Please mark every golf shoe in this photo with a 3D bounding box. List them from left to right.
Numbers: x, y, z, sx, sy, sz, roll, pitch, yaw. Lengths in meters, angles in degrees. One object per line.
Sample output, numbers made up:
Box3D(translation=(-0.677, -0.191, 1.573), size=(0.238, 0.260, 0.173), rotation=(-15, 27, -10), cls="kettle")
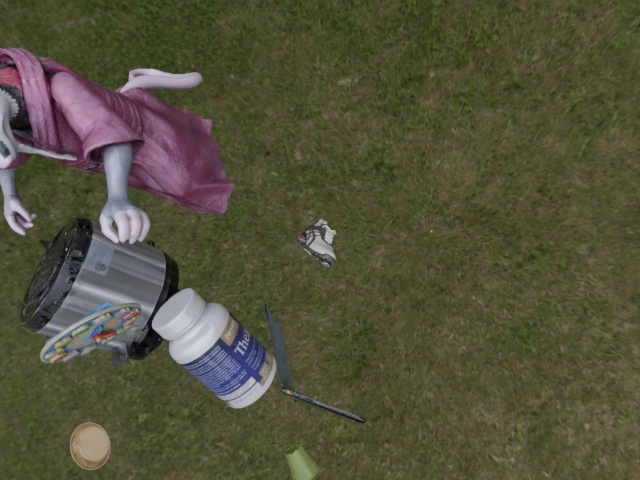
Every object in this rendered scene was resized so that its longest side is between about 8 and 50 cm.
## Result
Box3D(translation=(0.000, 0.000, 1.511), size=(0.105, 0.273, 0.120), rotation=(39, 93, -26), cls="golf shoe")

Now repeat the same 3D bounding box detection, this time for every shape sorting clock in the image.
Box3D(translation=(-0.468, 0.194, 0.925), size=(0.206, 0.206, 0.040), rotation=(-42, 79, 11), cls="shape sorting clock")

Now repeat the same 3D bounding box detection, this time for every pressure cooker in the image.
Box3D(translation=(-0.650, 0.167, 1.406), size=(0.375, 0.420, 0.370), rotation=(23, 85, 53), cls="pressure cooker")

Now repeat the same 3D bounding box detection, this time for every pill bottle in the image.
Box3D(translation=(-0.103, 0.104, 0.436), size=(0.067, 0.067, 0.120), rotation=(-32, 117, 13), cls="pill bottle")

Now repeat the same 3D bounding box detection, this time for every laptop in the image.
Box3D(translation=(-0.018, 0.432, 1.501), size=(0.407, 0.382, 0.236), rotation=(17, 69, 10), cls="laptop")

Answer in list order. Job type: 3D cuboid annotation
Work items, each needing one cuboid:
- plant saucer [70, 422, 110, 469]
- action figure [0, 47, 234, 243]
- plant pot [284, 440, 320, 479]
Box3D(translation=(-0.417, 0.373, 0.815), size=(0.083, 0.015, 0.083), rotation=(-1, 86, 11), cls="plant saucer")
Box3D(translation=(-0.240, -0.133, 0.506), size=(0.248, 0.370, 0.276), rotation=(6, 88, 18), cls="action figure")
Box3D(translation=(-0.056, 0.576, 1.168), size=(0.083, 0.083, 0.079), rotation=(-27, 94, 13), cls="plant pot")
